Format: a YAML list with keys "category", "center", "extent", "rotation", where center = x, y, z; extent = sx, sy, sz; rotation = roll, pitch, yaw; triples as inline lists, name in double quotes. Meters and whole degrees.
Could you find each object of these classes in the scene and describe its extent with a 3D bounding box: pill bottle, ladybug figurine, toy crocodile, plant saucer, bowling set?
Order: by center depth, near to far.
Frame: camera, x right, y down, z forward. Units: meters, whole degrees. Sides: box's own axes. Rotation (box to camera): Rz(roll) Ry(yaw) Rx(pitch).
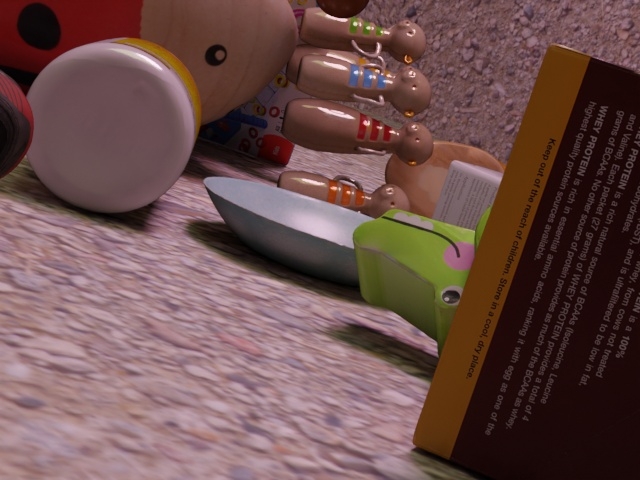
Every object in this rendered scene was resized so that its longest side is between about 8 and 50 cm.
- category: "toy crocodile"
  center: [0.171, 0.066, 0.701]
  extent: [0.341, 0.105, 0.115]
  rotation: [20, -33, 17]
- category: "pill bottle"
  center: [-0.149, -0.092, 0.930]
  extent: [0.117, 0.117, 0.215]
  rotation: [17, 9, -6]
- category: "plant saucer"
  center: [0.000, 0.000, 0.930]
  extent: [0.195, 0.037, 0.195]
  rotation: [18, 8, -3]
- category: "bowling set"
  center: [0.053, -0.155, 1.187]
  extent: [0.154, 0.200, 0.287]
  rotation: [10, 43, -7]
- category: "ladybug figurine"
  center: [-0.247, -0.222, 1.215]
  extent: [0.449, 0.162, 0.305]
  rotation: [16, -21, 19]

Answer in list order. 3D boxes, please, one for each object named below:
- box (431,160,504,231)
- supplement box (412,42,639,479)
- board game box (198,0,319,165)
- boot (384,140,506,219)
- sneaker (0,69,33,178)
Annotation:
- category: "box"
  center: [0.152, -0.002, 1.037]
  extent: [0.087, 0.101, 0.102]
  rotation: [27, 12, 40]
- category: "supplement box"
  center: [0.176, 0.035, 0.571]
  extent: [0.194, 0.191, 0.129]
  rotation: [21, 9, 19]
- category: "board game box"
  center: [-0.140, -0.247, 1.407]
  extent: [0.302, 0.086, 0.308]
  rotation: [18, -34, -3]
- category: "boot"
  center: [0.161, -0.047, 1.411]
  extent: [0.295, 0.104, 0.211]
  rotation: [16, 2, -25]
- category: "sneaker"
  center: [-0.211, -0.043, 0.573]
  extent: [0.135, 0.097, 0.276]
  rotation: [22, 11, 23]
